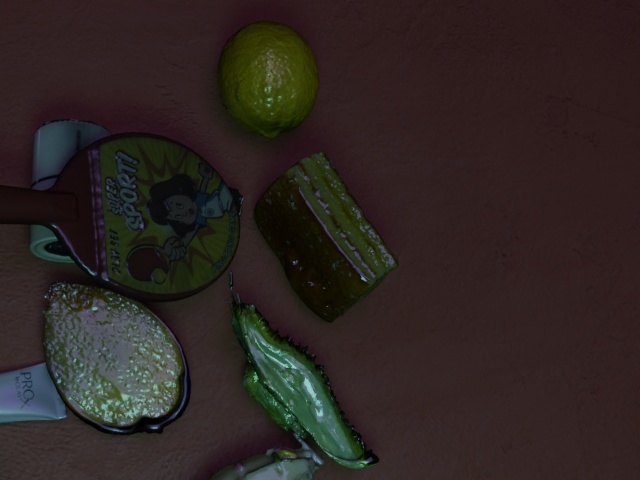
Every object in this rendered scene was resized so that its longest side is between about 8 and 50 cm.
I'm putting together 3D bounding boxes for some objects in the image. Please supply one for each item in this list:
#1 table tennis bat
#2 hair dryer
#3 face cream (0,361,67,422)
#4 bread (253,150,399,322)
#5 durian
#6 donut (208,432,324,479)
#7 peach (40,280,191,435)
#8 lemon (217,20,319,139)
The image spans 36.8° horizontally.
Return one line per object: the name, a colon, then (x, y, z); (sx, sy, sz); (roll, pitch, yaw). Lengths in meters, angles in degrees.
table tennis bat: (-0.303, -0.040, 1.434); (0.414, 0.051, 0.268); (4, 70, -35)
hair dryer: (-0.279, -0.067, 1.548); (0.361, 0.128, 0.203); (5, 68, -24)
face cream: (-0.498, 0.235, 1.395); (0.243, 0.058, 0.092); (-6, 68, -25)
bread: (0.000, 0.000, 1.562); (0.110, 0.184, 0.234); (-29, 80, -30)
durian: (-0.048, 0.215, 1.507); (0.132, 0.106, 0.375); (-39, 86, -23)
donut: (-0.073, 0.501, 1.370); (0.307, 0.150, 0.371); (-23, 78, -23)
peach: (-0.319, 0.177, 1.463); (0.189, 0.068, 0.279); (-36, 86, -17)
lemon: (-0.089, -0.276, 1.643); (0.180, 0.180, 0.193); (21, 74, -8)
